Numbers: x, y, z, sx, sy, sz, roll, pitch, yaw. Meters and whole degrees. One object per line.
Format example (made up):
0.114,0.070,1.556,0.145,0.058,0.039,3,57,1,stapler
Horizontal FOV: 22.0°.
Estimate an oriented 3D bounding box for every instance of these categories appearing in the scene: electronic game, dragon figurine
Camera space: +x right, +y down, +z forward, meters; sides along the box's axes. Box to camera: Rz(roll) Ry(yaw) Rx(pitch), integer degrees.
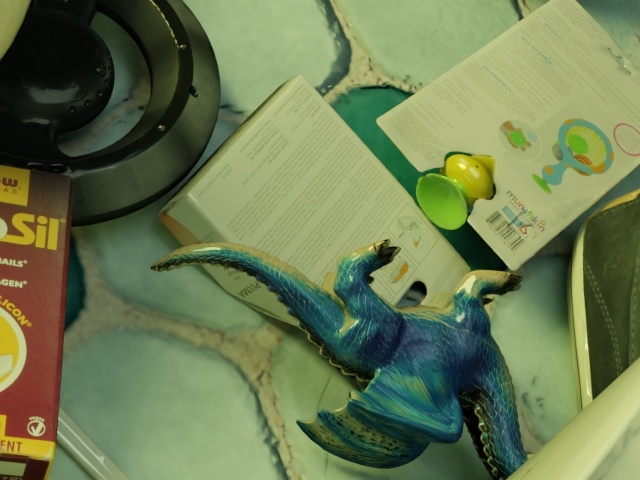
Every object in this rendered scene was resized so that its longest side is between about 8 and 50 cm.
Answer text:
-0.177,-0.106,1.044,0.229,0.048,0.229,8,55,-11,electronic game
0.041,0.084,0.977,0.289,0.085,0.144,15,68,-21,dragon figurine

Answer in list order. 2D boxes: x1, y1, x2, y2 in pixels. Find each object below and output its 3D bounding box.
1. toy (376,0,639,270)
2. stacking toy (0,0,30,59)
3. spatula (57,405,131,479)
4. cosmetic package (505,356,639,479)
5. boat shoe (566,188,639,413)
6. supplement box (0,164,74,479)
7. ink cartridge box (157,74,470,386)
0.147,-0.074,1.167,0.137,0.056,0.237,48,48,8,toy
-0.275,-0.314,1.000,0.350,0.350,0.480,26,40,-7,stacking toy
-0.138,0.181,0.892,0.242,0.019,0.168,44,53,7,spatula
0.112,0.304,0.684,0.327,0.394,0.329,44,52,7,cosmetic package
0.261,0.163,1.003,0.187,0.156,0.500,10,57,-21,boat shoe
-0.196,0.051,0.902,0.104,0.081,0.188,9,52,-15,supplement box
0.000,0.000,1.074,0.179,0.045,0.145,50,50,-11,ink cartridge box
